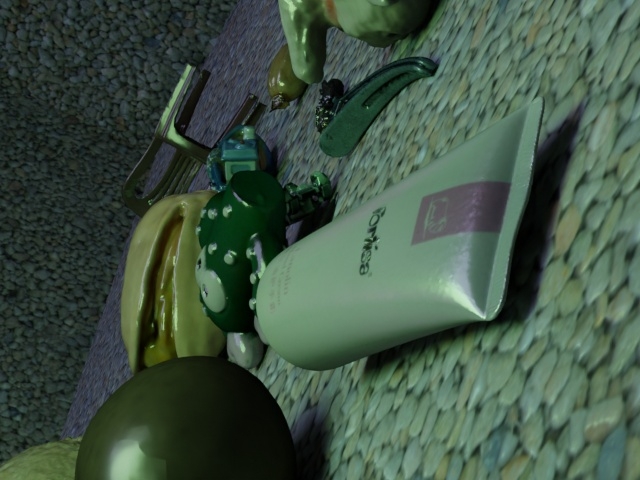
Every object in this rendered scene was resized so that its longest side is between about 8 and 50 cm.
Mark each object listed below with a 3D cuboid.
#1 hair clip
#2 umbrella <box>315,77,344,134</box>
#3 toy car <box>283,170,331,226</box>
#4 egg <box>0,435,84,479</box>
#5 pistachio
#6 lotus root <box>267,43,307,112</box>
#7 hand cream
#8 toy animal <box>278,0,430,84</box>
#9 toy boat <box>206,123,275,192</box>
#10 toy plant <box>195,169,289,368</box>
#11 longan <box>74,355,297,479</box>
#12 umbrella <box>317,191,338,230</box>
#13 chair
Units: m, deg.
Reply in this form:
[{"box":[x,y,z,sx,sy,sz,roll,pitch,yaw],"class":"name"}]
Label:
[{"box":[0.069,-0.175,1.629,0.083,0.048,0.275,-67,12,-22],"class":"hair clip"},{"box":[0.012,-0.173,1.881,0.037,0.040,0.144,-49,21,30],"class":"umbrella"},{"box":[-0.037,-0.047,1.781,0.073,0.054,0.143,-24,4,-23],"class":"toy car"},{"box":[-0.338,0.389,1.819,0.310,0.279,0.279,138,153,-70],"class":"egg"},{"box":[-0.187,0.062,1.994,0.187,0.187,0.299,144,141,-67],"class":"pistachio"},{"box":[-0.048,-0.270,2.266,0.073,0.062,0.150,-15,50,46],"class":"lotus root"},{"box":[0.064,0.019,1.157,0.358,0.118,0.185,-33,36,58],"class":"hand cream"},{"box":[0.089,-0.370,1.694,0.308,0.266,0.188,-25,6,-31],"class":"toy animal"},{"box":[-0.128,-0.131,2.213,0.238,0.109,0.098,-99,5,-69],"class":"toy boat"},{"box":[-0.095,0.035,1.733,0.243,0.112,0.233,126,137,-57],"class":"toy plant"},{"box":[-0.132,0.225,1.326,0.246,0.215,0.246,23,-90,-78],"class":"longan"},{"box":[-0.003,-0.002,1.668,0.022,0.022,0.149,-14,48,41],"class":"umbrella"},{"box":[-0.253,-0.162,2.676,0.326,0.175,0.183,-61,4,6],"class":"chair"}]
